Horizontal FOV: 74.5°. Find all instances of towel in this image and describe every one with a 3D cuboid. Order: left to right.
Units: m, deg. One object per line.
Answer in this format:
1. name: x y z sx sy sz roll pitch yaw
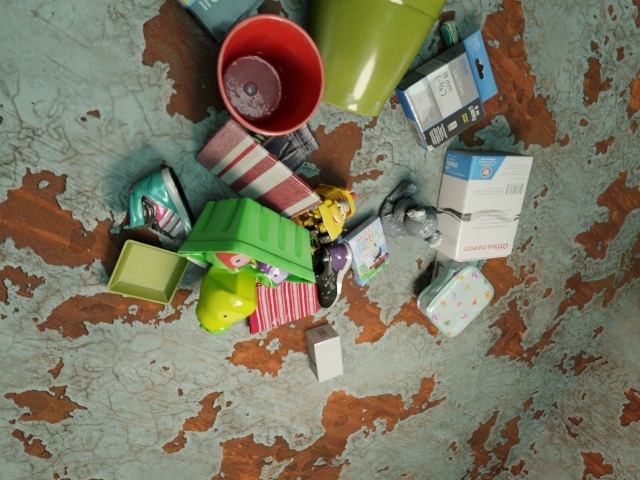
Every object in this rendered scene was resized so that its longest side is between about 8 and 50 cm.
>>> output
1. towel: -0.177 -0.184 1.198 0.329 0.237 0.037 39 57 -22
2. towel: -0.130 0.212 1.481 0.274 0.031 0.199 -14 118 -26

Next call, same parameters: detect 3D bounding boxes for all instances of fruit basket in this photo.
1. fruit basket: -0.221 0.100 1.217 0.392 0.283 0.392 2 88 -55

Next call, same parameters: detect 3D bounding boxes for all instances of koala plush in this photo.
1. koala plush: 0.333 -0.070 1.487 0.203 0.221 0.196 -41 121 -5

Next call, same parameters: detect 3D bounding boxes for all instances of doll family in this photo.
1. doll family: 0.000 0.000 1.456 0.193 0.076 0.111 -27 114 -18

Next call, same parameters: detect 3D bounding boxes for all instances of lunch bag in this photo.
1. lunch bag: 0.525 0.216 1.644 0.279 0.108 0.224 -47 113 0

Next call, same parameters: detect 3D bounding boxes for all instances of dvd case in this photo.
1. dvd case: -0.111 -0.269 1.295 0.221 0.018 0.164 -45 145 -3

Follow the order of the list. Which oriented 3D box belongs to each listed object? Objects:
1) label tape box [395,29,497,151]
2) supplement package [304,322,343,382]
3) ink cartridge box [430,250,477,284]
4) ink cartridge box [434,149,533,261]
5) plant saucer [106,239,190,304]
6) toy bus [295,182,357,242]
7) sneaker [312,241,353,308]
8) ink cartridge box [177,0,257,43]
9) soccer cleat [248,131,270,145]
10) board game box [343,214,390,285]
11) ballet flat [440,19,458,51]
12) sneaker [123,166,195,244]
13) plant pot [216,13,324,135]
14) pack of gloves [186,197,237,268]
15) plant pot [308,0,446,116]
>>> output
1. label tape box: 0.442 -0.494 1.397 0.333 0.106 0.241 -32 123 5
2. supplement package: 0.014 0.428 1.606 0.105 0.105 0.179 -15 114 -19
3. ink cartridge box: 0.552 0.133 1.740 0.154 0.093 0.212 -3 113 -23
4. ink cartridge box: 0.611 -0.139 1.617 0.285 0.166 0.395 -3 110 -22
5. plant saucer: -0.512 0.089 1.259 0.188 0.045 0.188 20 112 -30
6. toy bus: 0.036 -0.108 1.349 0.211 0.220 0.149 -29 114 -18
7. sneaker: 0.009 0.125 1.457 0.124 0.107 0.283 -7 130 -29
8. ink cartridge box: -0.267 -0.727 1.055 0.307 0.072 0.303 -47 120 1
9. soccer cleat: -0.192 -0.309 1.260 0.179 0.060 0.072 -24 108 -21
10. board game box: 0.172 0.038 1.531 0.160 0.039 0.211 -37 126 -25
11. ballet flat: 0.448 -0.651 1.412 0.052 0.057 0.168 -33 120 -20
12. sneaker: -0.461 -0.053 1.200 0.178 0.124 0.296 -16 126 -8
13. plant pot: -0.157 -0.414 1.108 0.275 0.243 0.275 -5 103 -22
14. pack of gloves: -0.293 -0.012 1.302 0.195 0.046 0.232 41 75 -49
15. plant pot: 0.112 -0.549 1.158 0.366 0.366 0.353 7 118 -26
